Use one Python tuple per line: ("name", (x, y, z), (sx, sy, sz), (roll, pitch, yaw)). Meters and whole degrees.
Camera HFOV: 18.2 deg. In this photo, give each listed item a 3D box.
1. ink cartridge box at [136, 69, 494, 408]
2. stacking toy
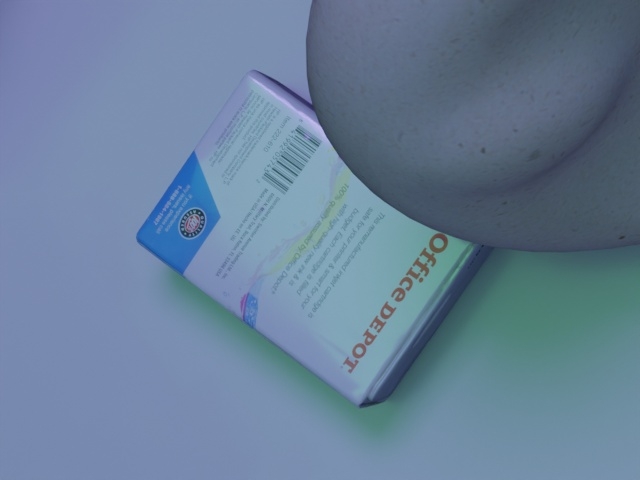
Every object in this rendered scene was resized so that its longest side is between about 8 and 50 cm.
("ink cartridge box", (0.000, 0.000, 0.840), (0.122, 0.052, 0.088), (37, 96, 14))
("stacking toy", (0.089, -0.267, 0.752), (0.350, 0.350, 0.480), (-30, 61, 11))
